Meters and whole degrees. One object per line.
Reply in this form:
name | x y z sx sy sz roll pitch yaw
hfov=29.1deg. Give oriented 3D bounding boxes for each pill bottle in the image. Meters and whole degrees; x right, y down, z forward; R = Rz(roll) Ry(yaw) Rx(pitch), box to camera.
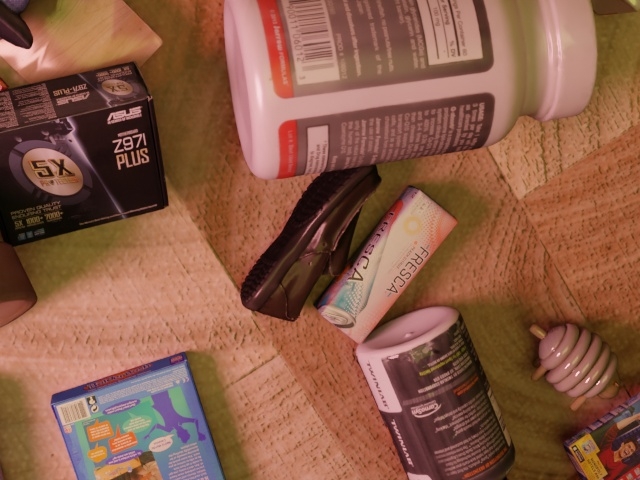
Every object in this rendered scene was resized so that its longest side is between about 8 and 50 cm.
pill bottle | 0.142 0.209 1.414 0.130 0.130 0.245 -24 101 -5
pill bottle | 0.091 -0.190 1.305 0.363 0.210 0.210 -9 100 -9

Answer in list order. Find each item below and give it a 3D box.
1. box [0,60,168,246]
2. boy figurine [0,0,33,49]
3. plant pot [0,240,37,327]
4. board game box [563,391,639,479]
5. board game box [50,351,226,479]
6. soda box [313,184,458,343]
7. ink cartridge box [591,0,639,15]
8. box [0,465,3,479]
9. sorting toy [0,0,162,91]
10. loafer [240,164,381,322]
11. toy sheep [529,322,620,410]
box | -0.260 -0.090 1.288 0.180 0.077 0.147 -14 132 -13
boy figurine | -0.283 -0.342 1.260 0.092 0.177 0.285 42 70 -51
plant pot | -0.484 -0.005 1.210 0.323 0.323 0.280 -24 86 -5
board game box | 0.418 0.267 1.506 0.194 0.060 0.194 -33 102 -5
board game box | -0.198 0.251 1.405 0.160 0.047 0.210 -17 101 -7
soda box | 0.074 0.026 1.412 0.063 0.058 0.183 38 90 -13
ink cartridge box | 0.373 -0.348 1.377 0.067 0.115 0.198 41 89 -13
box | -0.421 0.243 1.344 0.130 0.091 0.170 -8 100 -8
sorting toy | -0.267 -0.207 1.322 0.274 0.046 0.132 -45 103 3
loafer | 0.000 0.000 1.393 0.078 0.080 0.220 37 96 -22
toy sheep | 0.298 0.143 1.456 0.132 0.091 0.091 34 92 -7
